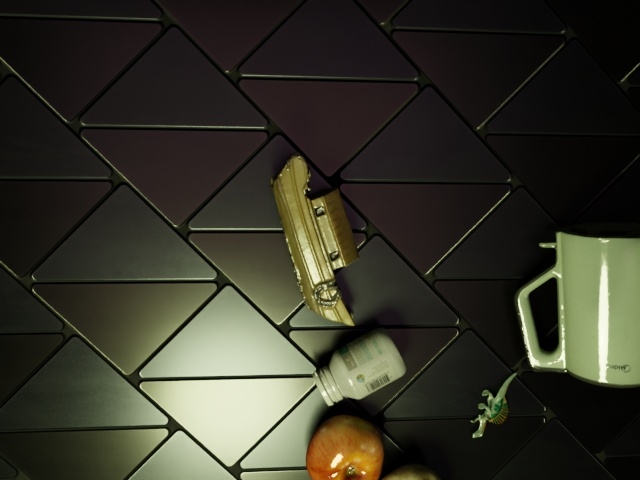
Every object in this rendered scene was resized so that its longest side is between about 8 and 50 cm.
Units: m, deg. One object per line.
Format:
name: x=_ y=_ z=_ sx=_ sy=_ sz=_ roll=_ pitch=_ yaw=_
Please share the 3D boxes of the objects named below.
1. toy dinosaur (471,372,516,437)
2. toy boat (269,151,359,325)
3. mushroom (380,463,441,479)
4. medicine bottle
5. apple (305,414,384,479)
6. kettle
toy dinosaur: x=0.466 y=0.444 z=1.746 sx=0.187 sy=0.044 sz=0.106 roll=-38 pitch=113 yaw=-13
toy boat: x=0.000 y=0.000 z=1.605 sx=0.162 sy=0.136 sz=0.446 roll=-16 pitch=103 yaw=0
mushroom: x=0.215 y=0.685 z=1.650 sx=0.184 sy=0.255 sz=0.255 roll=20 pitch=95 yaw=23
medicine bottle: x=0.093 y=0.320 z=1.640 sx=0.215 sy=0.135 sz=0.135 roll=-28 pitch=99 yaw=-2
apple: x=0.064 y=0.541 z=1.648 sx=0.209 sy=0.164 sz=0.210 roll=-1 pitch=99 yaw=-7
kettle: x=0.672 y=0.155 z=1.650 sx=0.361 sy=0.250 sz=0.377 roll=-1 pitch=100 yaw=15
